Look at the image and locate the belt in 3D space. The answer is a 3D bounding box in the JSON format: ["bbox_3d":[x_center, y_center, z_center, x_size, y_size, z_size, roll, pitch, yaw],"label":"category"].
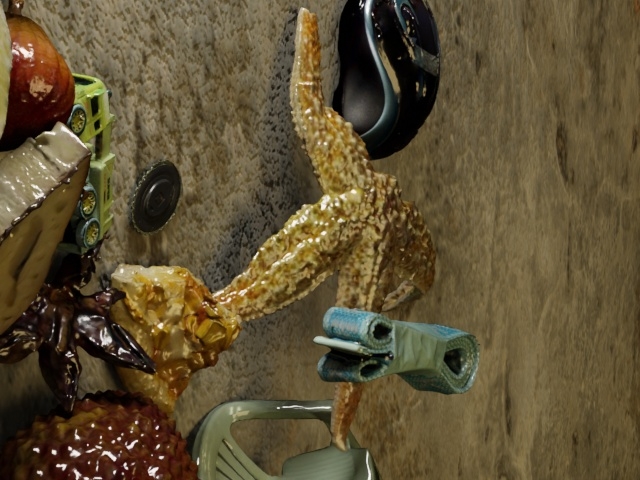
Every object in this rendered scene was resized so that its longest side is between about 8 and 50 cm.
[{"bbox_3d":[0.092,0.132,1.750,0.302,0.072,0.087,14,89,-57],"label":"belt"}]

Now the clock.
[{"bbox_3d":[-0.172,-0.043,1.597,0.083,0.010,0.074,-55,144,-30],"label":"clock"}]

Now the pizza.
[{"bbox_3d":[-0.150,0.103,1.617,0.161,0.062,0.182,-15,118,-34],"label":"pizza"}]

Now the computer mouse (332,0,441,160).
[{"bbox_3d":[0.085,-0.202,1.859,0.137,0.096,0.233,-35,132,-46],"label":"computer mouse"}]

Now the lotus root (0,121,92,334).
[{"bbox_3d":[-0.298,0.028,1.300,0.261,0.074,0.170,-42,160,-20],"label":"lotus root"}]

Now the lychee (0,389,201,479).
[{"bbox_3d":[-0.219,0.263,1.463,0.271,0.236,0.236,-73,161,-58],"label":"lychee"}]

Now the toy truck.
[{"bbox_3d":[-0.230,-0.076,1.426,0.100,0.077,0.169,-47,140,-54],"label":"toy truck"}]

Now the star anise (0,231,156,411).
[{"bbox_3d":[-0.234,0.086,1.453,0.157,0.053,0.212,53,42,2],"label":"star anise"}]

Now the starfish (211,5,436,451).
[{"bbox_3d":[0.010,0.003,1.776,0.383,0.132,0.398,-57,133,-17],"label":"starfish"}]

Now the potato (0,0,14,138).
[{"bbox_3d":[-0.348,-0.140,1.131,0.239,0.116,0.299,56,25,-39],"label":"potato"}]

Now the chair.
[{"bbox_3d":[-0.027,0.320,1.823,0.274,0.191,0.203,74,14,-48],"label":"chair"}]

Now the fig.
[{"bbox_3d":[-0.269,-0.153,1.303,0.119,0.119,0.153,-2,86,-58],"label":"fig"}]
